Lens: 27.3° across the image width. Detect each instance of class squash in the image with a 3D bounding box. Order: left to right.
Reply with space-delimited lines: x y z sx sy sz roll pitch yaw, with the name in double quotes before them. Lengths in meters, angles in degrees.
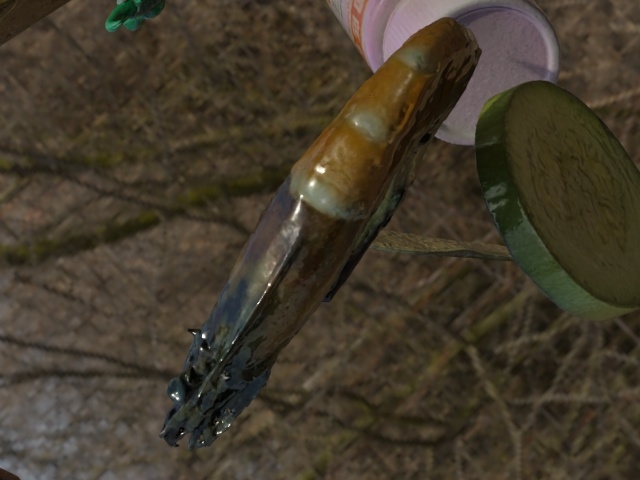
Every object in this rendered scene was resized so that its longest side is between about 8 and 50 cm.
"squash" 0.245 -0.041 1.289 0.252 0.049 0.252 28 -133 -35

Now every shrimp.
"shrimp" 0.000 0.000 1.155 0.085 0.445 0.272 35 -175 11

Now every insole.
"insole" 0.126 0.004 1.479 0.248 0.011 0.081 5 -167 -30

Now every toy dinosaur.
"toy dinosaur" -0.158 -0.237 1.225 0.059 0.132 0.096 50 149 -22

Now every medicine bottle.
"medicine bottle" 0.145 -0.292 1.677 0.219 0.219 0.388 51 -172 -36

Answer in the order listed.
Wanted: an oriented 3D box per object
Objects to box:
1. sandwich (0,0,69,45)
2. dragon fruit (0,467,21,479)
"sandwich" -0.221 -0.209 0.958 0.090 0.244 0.088 50 157 7
"dragon fruit" -0.434 0.378 1.508 0.342 0.277 0.277 28 -172 -40
